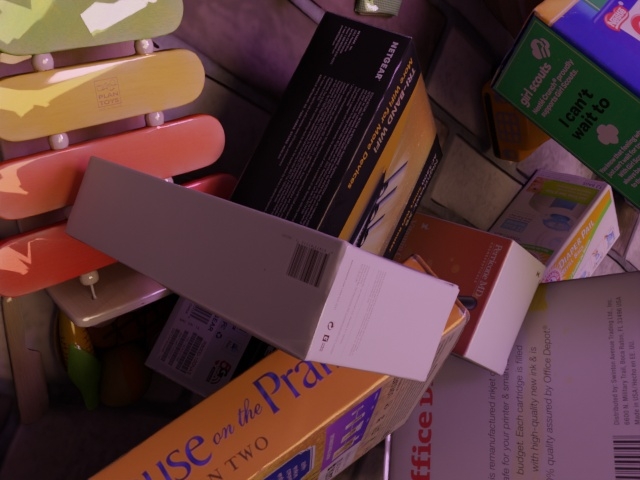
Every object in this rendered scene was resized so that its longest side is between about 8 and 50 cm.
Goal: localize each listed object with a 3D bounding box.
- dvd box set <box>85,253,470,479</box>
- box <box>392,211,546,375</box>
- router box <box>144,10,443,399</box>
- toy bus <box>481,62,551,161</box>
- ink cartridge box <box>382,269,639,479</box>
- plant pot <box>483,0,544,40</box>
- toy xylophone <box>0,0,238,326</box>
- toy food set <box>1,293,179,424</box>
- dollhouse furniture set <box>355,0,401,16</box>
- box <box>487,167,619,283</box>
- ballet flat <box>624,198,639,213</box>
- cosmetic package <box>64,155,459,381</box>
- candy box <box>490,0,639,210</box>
[{"bbox_3d":[-0.093,0.202,0.527,0.420,0.062,0.307,-33,159,-16],"label":"dvd box set"},{"bbox_3d":[0.133,0.050,0.781,0.091,0.170,0.130,30,82,-46],"label":"box"},{"bbox_3d":[0.000,0.000,0.634,0.309,0.081,0.243,-64,160,-6],"label":"router box"},{"bbox_3d":[0.351,-0.224,0.927,0.332,0.130,0.108,-40,128,-28],"label":"toy bus"},{"bbox_3d":[0.276,0.196,0.773,0.160,0.384,0.279,36,53,-47],"label":"ink cartridge box"},{"bbox_3d":[0.240,-0.328,0.796,0.237,0.110,0.237,-18,116,-41],"label":"plant pot"},{"bbox_3d":[-0.182,-0.089,0.485,0.236,0.081,0.323,-31,124,-33],"label":"toy xylophone"},{"bbox_3d":[-0.158,0.074,0.597,0.192,0.038,0.132,-20,118,-39],"label":"toy food set"},{"bbox_3d":[0.046,-0.251,0.669,0.151,0.058,0.076,-13,113,-41],"label":"dollhouse furniture set"},{"bbox_3d":[0.305,0.013,0.978,0.203,0.114,0.103,-47,131,-21],"label":"box"},{"bbox_3d":[0.526,-0.165,1.068,0.147,0.147,0.409,-47,151,-22],"label":"ballet flat"},{"bbox_3d":[-0.048,0.010,0.420,0.099,0.239,0.060,18,91,-46],"label":"cosmetic package"},{"bbox_3d":[0.372,-0.148,0.685,0.268,0.317,0.122,-42,165,-26],"label":"candy box"}]
